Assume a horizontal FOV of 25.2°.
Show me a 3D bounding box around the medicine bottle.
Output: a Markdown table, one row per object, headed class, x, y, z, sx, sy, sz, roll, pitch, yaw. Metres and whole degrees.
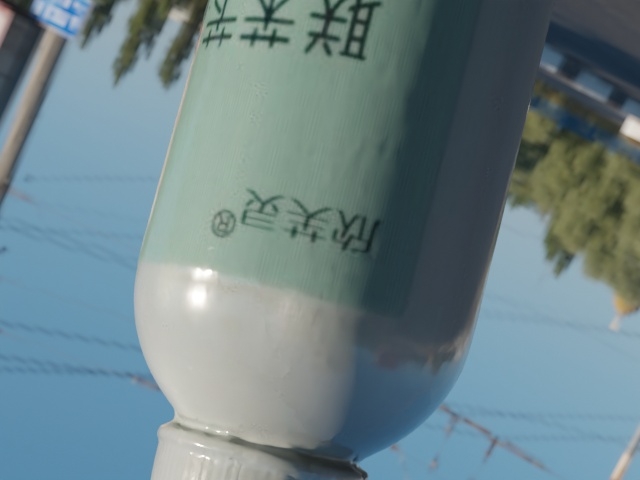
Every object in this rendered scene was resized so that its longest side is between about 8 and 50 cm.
| class | x | y | z | sx | sy | sz | roll | pitch | yaw |
| --- | --- | --- | --- | --- | --- | --- | --- | --- | --- |
| medicine bottle | 0.000 | 0.000 | 0.459 | 0.110 | 0.351 | 0.110 | 15 | 174 | 1 |
